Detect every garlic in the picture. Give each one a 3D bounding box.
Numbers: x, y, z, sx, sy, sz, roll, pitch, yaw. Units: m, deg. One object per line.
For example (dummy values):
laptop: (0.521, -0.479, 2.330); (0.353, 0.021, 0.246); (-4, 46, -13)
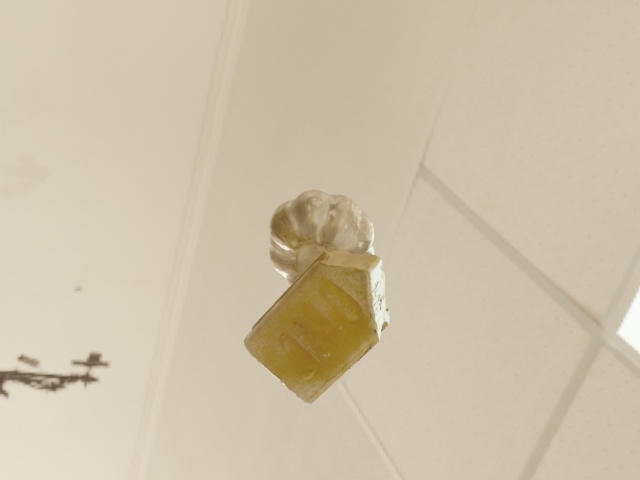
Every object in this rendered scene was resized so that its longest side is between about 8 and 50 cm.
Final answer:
garlic: (0.003, -0.003, 1.582); (0.152, 0.227, 0.228); (-94, -160, -58)

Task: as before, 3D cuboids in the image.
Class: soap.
soap: (0.011, 0.125, 1.273); (0.257, 0.160, 0.080); (-48, -178, 27)
